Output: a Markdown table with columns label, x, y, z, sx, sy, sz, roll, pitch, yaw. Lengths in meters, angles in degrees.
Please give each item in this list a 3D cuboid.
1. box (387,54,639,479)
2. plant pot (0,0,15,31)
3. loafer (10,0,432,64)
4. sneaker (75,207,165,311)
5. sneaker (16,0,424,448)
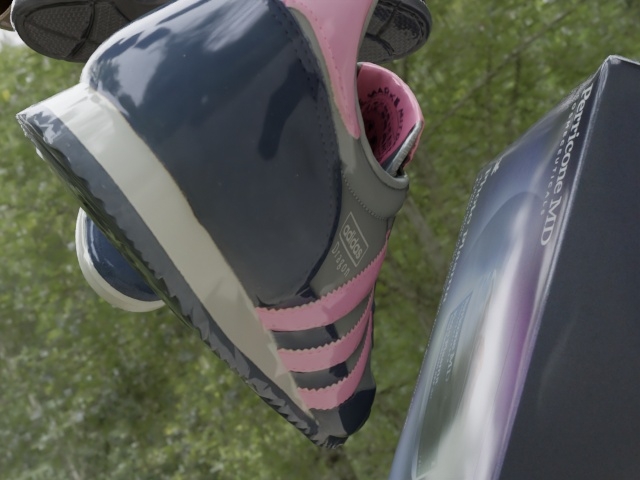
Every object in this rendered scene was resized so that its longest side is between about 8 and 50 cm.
| label | x | y | z | sx | sy | sz | roll | pitch | yaw |
| --- | --- | --- | --- | --- | --- | --- | --- | --- | --- |
| box | 0.180 | 0.077 | 0.693 | 0.183 | 0.296 | 0.294 | 18 | -11 | -4 |
| plant pot | -0.321 | -0.314 | 1.284 | 0.167 | 0.167 | 0.165 | -35 | -32 | 30 |
| loafer | -0.070 | -0.189 | 0.768 | 0.303 | 0.095 | 0.109 | 0 | -26 | -2 |
| sneaker | -0.096 | -0.097 | 0.934 | 0.148 | 0.131 | 0.350 | -37 | 24 | 52 |
| sneaker | 0.000 | 0.000 | 0.452 | 0.131 | 0.112 | 0.319 | -43 | -21 | -7 |
